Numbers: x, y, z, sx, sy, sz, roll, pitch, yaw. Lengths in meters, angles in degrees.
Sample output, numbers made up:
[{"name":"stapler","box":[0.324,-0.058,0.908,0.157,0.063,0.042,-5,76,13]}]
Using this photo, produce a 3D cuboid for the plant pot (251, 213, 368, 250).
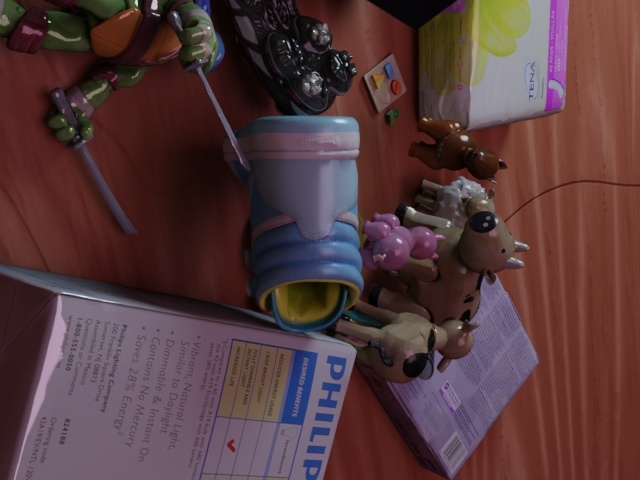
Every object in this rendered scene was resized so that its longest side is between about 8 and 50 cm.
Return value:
[{"name":"plant pot","box":[0.000,0.000,1.181,0.134,0.095,0.134,11,73,-41]}]

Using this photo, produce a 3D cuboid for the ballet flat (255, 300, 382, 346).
[{"name":"ballet flat","box":[-0.001,0.119,1.257,0.221,0.077,0.079,13,111,-43]}]

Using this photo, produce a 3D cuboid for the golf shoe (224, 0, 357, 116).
[{"name":"golf shoe","box":[-0.070,-0.256,1.088,0.105,0.120,0.273,-26,94,-28]}]

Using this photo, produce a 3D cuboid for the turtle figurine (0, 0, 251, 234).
[{"name":"turtle figurine","box":[-0.199,-0.159,0.925,0.266,0.198,0.274,18,84,-38]}]

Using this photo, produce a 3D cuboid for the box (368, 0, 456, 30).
[{"name":"box","box":[0.044,-0.377,1.101,0.261,0.103,0.184,19,49,-43]}]

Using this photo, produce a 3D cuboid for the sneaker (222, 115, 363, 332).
[{"name":"sneaker","box":[-0.034,-0.014,1.035,0.127,0.319,0.208,-2,91,-6]}]

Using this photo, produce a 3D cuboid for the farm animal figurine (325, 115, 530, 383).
[{"name":"farm animal figurine","box":[0.149,0.036,1.200,0.327,0.172,0.330,75,38,-71]}]

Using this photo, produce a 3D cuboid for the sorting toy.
[{"name":"sorting toy","box":[0.091,-0.193,1.299,0.062,0.012,0.083,-43,125,-27]}]

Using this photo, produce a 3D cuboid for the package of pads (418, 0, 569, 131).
[{"name":"package of pads","box":[0.233,-0.302,1.342,0.229,0.101,0.296,-14,109,-40]}]

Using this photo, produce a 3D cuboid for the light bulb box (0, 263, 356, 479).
[{"name":"light bulb box","box":[-0.199,0.226,0.991,0.361,0.225,0.358,16,88,-44]}]

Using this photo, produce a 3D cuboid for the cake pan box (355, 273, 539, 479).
[{"name":"cake pan box","box":[0.194,0.178,1.443,0.246,0.070,0.267,-48,127,-21]}]
